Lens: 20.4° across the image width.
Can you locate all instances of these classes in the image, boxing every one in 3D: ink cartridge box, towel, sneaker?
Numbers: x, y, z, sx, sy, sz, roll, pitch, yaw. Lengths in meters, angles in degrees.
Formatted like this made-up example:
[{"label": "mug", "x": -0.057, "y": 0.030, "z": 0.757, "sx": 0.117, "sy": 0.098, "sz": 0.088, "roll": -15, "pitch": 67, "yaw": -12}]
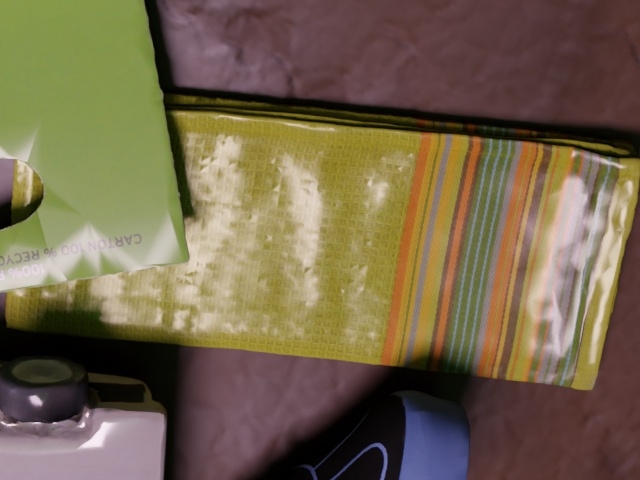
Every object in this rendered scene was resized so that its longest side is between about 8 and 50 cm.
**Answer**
[{"label": "ink cartridge box", "x": -0.153, "y": -0.093, "z": 0.598, "sx": 0.188, "sy": 0.097, "sz": 0.255, "roll": -9, "pitch": 101, "yaw": 0}, {"label": "towel", "x": 0.000, "y": 0.000, "z": 0.686, "sx": 0.237, "sy": 0.021, "sz": 0.102, "roll": 6, "pitch": 106, "yaw": -4}, {"label": "sneaker", "x": -0.032, "y": 0.147, "z": 0.698, "sx": 0.090, "sy": 0.081, "sz": 0.232, "roll": 27, "pitch": 105, "yaw": -18}]

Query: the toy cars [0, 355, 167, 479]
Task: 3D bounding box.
[{"label": "toy cars", "x": -0.238, "y": 0.144, "z": 0.689, "sx": 0.393, "sy": 0.087, "sz": 0.176, "roll": -36, "pitch": 111, "yaw": 5}]
